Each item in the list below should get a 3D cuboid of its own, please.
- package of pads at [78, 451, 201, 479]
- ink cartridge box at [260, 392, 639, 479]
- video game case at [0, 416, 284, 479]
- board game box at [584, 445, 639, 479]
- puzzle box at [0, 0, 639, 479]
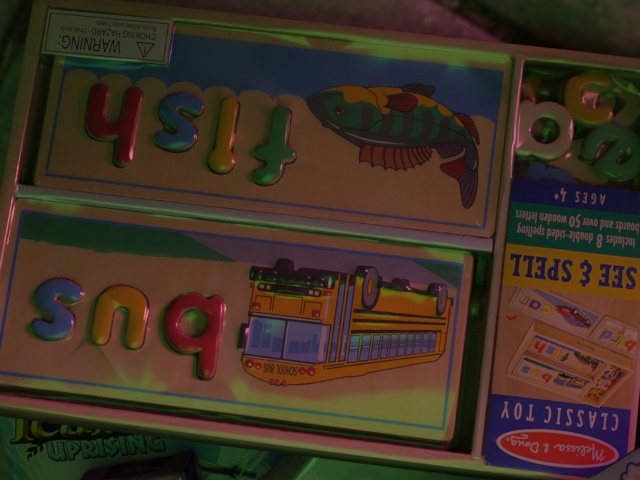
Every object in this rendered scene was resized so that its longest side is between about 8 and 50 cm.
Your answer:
[{"bbox_3d":[-0.122,0.165,1.108,0.083,0.050,0.032,-11,100,9],"label":"package of pads"},{"bbox_3d":[0.098,0.140,1.099,0.189,0.066,0.232,40,96,-18],"label":"ink cartridge box"},{"bbox_3d":[-0.078,0.161,1.163,0.270,0.061,0.244,-7,105,8],"label":"video game case"},{"bbox_3d":[0.163,0.269,1.071,0.318,0.066,0.319,-34,142,13],"label":"board game box"},{"bbox_3d":[0.000,0.000,1.047,0.409,0.052,0.272,6,78,4],"label":"puzzle box"}]
